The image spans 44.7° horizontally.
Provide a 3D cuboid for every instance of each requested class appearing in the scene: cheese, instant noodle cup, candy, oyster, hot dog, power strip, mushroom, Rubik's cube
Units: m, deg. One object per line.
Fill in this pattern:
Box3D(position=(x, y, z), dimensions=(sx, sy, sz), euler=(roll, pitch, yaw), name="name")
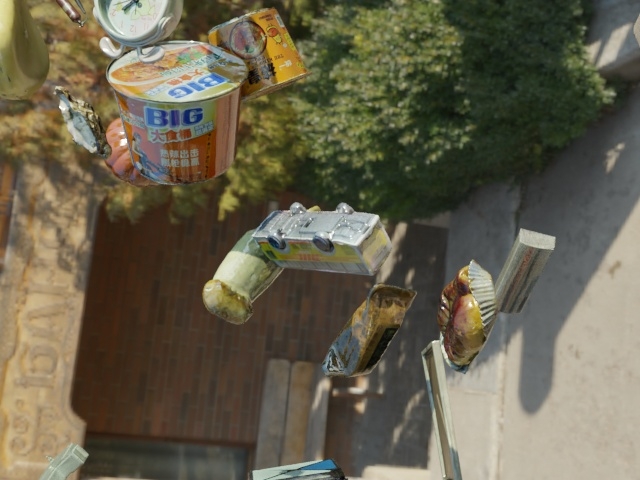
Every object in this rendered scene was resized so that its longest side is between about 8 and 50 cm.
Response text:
Box3D(position=(-0.690, -0.432, 1.711), dimensions=(0.316, 0.128, 0.260), euler=(-101, -8, -59), name="cheese")
Box3D(position=(-0.292, -0.262, 1.632), dimensions=(0.296, 0.296, 0.214), euler=(-101, 12, -53), name="instant noodle cup")
Box3D(position=(0.114, 0.202, 1.764), dimensions=(0.101, 0.143, 0.271), euler=(51, 125, 38), name="candy")
Box3D(position=(-0.146, -0.413, 1.751), dimensions=(0.216, 0.215, 0.172), euler=(-160, 48, -76), name="instant noodle cup")
Box3D(position=(-0.407, -0.205, 1.344), dimensions=(0.103, 0.051, 0.148), euler=(5, 121, 62), name="oyster")
Box3D(position=(0.268, 0.146, 1.469), dimensions=(0.270, 0.081, 0.163), euler=(95, 175, -61), name="hot dog")
Box3D(position=(-0.609, 0.535, 1.808), dimensions=(0.145, 0.061, 0.216), euler=(-41, 11, 9), name="power strip")
Box3D(position=(-0.112, 0.027, 1.520), dimensions=(0.087, 0.107, 0.333), euler=(-20, 26, 48), name="mushroom")
Box3D(position=(-0.052, 0.711, 1.999), dimensions=(0.250, 0.246, 0.249), euler=(130, 134, -80), name="Rubik's cube")

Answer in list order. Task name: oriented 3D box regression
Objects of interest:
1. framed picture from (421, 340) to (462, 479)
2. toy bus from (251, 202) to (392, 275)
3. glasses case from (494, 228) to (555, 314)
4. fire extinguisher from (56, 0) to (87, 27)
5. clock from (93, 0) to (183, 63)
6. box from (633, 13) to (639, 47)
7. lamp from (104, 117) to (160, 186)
Box3D(position=(0.281, 0.404, 1.815), dimensions=(0.240, 0.020, 0.325), euler=(86, 176, -75), name="framed picture")
Box3D(position=(0.000, 0.000, 1.371), dimensions=(0.268, 0.106, 0.092), euler=(3, 43, 46), name="toy bus")
Box3D(position=(0.404, 0.068, 1.571), dimensions=(0.205, 0.070, 0.047), euler=(102, -176, -45), name="glasses case")
Box3D(position=(-0.560, -0.528, 1.780), dimensions=(0.100, 0.046, 0.032), euler=(50, 163, 8), name="fire extinguisher")
Box3D(position=(-0.285, -0.378, 1.227), dimensions=(0.062, 0.151, 0.191), euler=(-14, -64, -69), name="clock")
Box3D(position=(0.625, -0.372, 1.420), dimensions=(0.089, 0.062, 0.122), euler=(76, -179, -71), name="box")
Box3D(position=(-0.503, -0.256, 2.195), dimensions=(0.196, 0.223, 0.223), euler=(138, 138, -57), name="lamp")
